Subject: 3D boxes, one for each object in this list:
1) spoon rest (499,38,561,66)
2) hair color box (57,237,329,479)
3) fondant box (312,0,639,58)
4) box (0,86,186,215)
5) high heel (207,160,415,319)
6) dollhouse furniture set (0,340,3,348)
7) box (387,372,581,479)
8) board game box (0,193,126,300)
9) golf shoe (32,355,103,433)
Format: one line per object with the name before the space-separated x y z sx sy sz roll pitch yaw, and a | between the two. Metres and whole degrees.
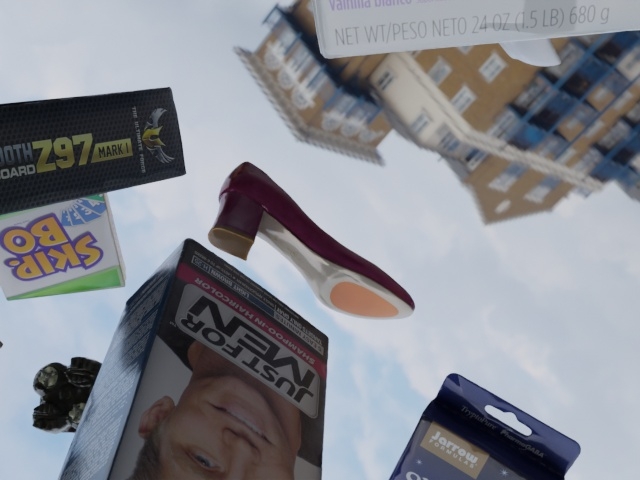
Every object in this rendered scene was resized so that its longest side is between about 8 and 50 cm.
spoon rest | 0.201 -0.272 0.982 0.276 0.084 0.137 16 -136 -56
hair color box | -0.091 0.162 0.694 0.174 0.105 0.347 37 -154 -18
fondant box | 0.096 -0.243 0.360 0.096 0.239 0.330 -89 -8 -45
box | -0.224 -0.042 0.526 0.183 0.233 0.059 -18 -77 -50
high heel | 0.000 0.000 0.990 0.244 0.082 0.117 21 -130 -4
dollhouse furniture set | -0.521 0.168 1.139 0.129 0.129 0.183 56 -162 -25
box | 0.129 0.242 0.834 0.136 0.225 0.036 29 -152 15
board game box | -0.266 -0.024 0.870 0.124 0.259 0.039 -7 -128 -6
golf shoe | -0.193 0.182 1.040 0.120 0.273 0.105 49 -135 -66
